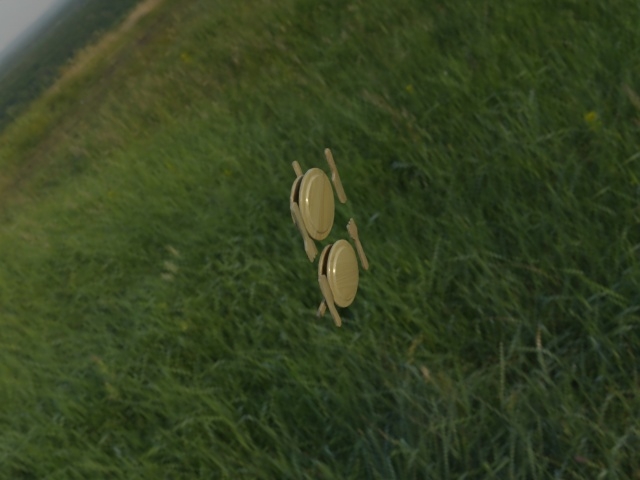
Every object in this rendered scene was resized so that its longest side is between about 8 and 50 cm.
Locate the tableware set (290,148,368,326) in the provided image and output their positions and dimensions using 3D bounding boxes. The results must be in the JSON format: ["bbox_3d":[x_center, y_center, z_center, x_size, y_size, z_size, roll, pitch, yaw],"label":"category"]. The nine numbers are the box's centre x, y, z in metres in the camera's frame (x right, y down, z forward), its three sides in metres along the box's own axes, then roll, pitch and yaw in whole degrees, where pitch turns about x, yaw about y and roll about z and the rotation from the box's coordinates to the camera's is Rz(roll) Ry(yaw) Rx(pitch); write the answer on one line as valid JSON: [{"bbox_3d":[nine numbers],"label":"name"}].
[{"bbox_3d":[0.000,0.000,1.123,0.039,0.194,0.128,-2,36,27],"label":"tableware set"}]
